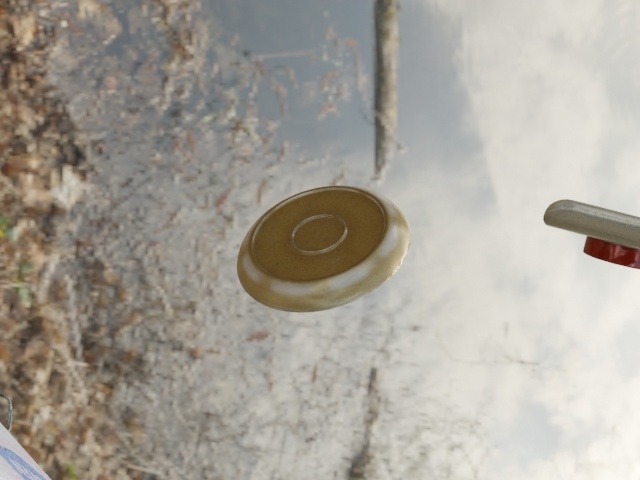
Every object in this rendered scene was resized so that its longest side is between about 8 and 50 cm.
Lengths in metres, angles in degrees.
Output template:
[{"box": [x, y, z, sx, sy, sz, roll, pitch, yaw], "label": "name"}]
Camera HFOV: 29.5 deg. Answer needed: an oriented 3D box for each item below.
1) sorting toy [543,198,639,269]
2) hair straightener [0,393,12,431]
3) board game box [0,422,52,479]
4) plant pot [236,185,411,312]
[{"box": [0.348, 0.025, 1.005, 0.229, 0.307, 0.041, 4, 101, -70], "label": "sorting toy"}, {"box": [-0.463, 0.183, 1.504, 0.089, 0.230, 0.047, -55, 149, -23], "label": "hair straightener"}, {"box": [-0.307, 0.078, 0.783, 0.066, 0.318, 0.318, -45, 153, -10], "label": "board game box"}, {"box": [0.000, 0.000, 1.597, 0.236, 0.236, 0.032, -53, 142, -35], "label": "plant pot"}]
